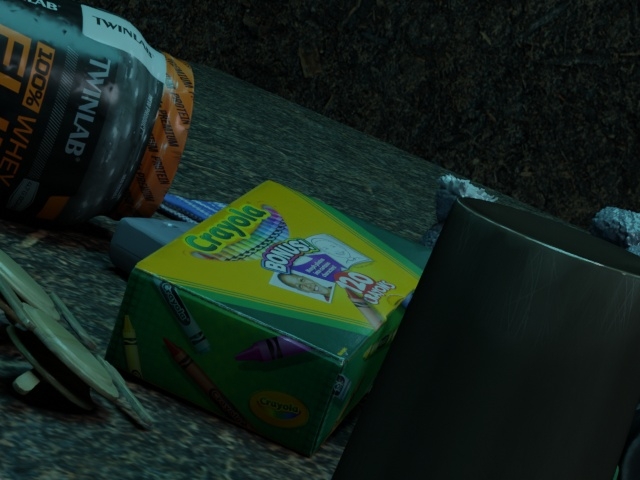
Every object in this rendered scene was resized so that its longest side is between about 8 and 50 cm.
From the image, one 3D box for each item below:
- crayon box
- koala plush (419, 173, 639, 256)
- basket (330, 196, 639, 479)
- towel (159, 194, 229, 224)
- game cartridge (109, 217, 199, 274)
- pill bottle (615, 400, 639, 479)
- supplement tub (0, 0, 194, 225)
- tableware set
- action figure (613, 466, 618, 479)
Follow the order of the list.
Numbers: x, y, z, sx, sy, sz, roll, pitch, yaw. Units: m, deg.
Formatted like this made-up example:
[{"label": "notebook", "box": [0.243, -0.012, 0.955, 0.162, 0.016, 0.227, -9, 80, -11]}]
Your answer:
[{"label": "crayon box", "box": [-0.025, 0.049, 1.327, 0.165, 0.081, 0.278, 23, 21, 11]}, {"label": "koala plush", "box": [0.185, 0.043, 1.683, 0.221, 0.196, 0.203, 26, 20, 15]}, {"label": "basket", "box": [0.094, 0.103, 0.962, 0.154, 0.227, 0.204, 22, 9, 15]}, {"label": "towel", "box": [0.000, 0.000, 1.990, 0.243, 0.040, 0.336, 25, 10, 32]}, {"label": "game cartridge", "box": [-0.040, 0.042, 1.606, 0.294, 0.060, 0.196, 11, 16, -46]}, {"label": "pill bottle", "box": [0.242, 0.145, 1.374, 0.122, 0.123, 0.219, 18, 9, -13]}, {"label": "supplement tub", "box": [-0.300, -0.136, 1.603, 0.338, 0.207, 0.207, 16, 10, -21]}, {"label": "tableware set", "box": [-0.194, 0.058, 1.166, 0.128, 0.039, 0.194, 45, -2, -37]}, {"label": "action figure", "box": [0.129, 0.168, 1.173, 0.232, 0.063, 0.137, 18, 10, -37]}]
